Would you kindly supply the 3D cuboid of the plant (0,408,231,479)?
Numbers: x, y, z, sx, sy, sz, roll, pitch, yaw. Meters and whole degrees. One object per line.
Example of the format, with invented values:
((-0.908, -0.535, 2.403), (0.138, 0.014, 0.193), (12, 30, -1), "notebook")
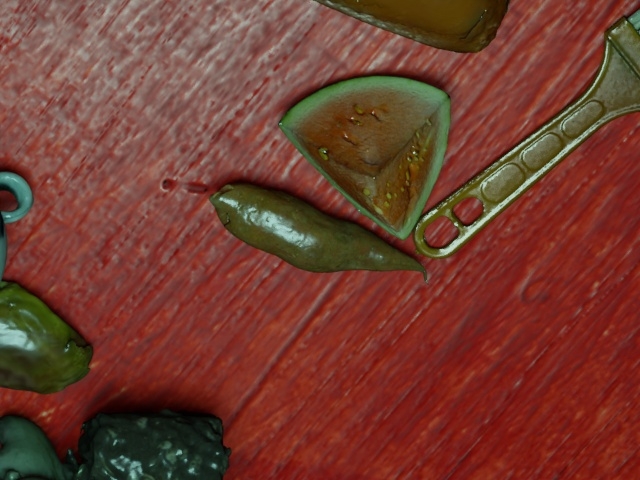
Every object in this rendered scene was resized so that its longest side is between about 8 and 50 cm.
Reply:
((-0.206, 0.206, 1.413), (0.275, 0.146, 0.149), (-4, 67, -2), "plant")

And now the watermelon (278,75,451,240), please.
((0.031, -0.065, 1.366), (0.135, 0.094, 0.125), (15, 116, -6), "watermelon")

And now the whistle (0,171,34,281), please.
((-0.337, 0.021, 1.309), (0.290, 0.163, 0.163), (-30, 114, -29), "whistle")

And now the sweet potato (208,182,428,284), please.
((0.000, 0.000, 1.409), (0.195, 0.056, 0.056), (20, 107, -17), "sweet potato")

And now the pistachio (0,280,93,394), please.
((-0.265, 0.075, 1.412), (0.173, 0.049, 0.089), (18, 106, -12), "pistachio")

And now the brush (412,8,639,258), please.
((0.198, -0.088, 1.415), (0.314, 0.017, 0.090), (-40, 106, 10), "brush")

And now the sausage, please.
((-0.005, -0.226, 1.304), (0.330, 0.102, 0.102), (20, 107, -13), "sausage")
